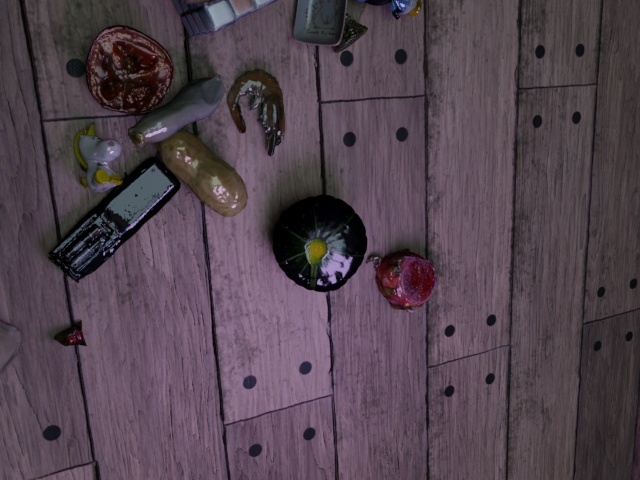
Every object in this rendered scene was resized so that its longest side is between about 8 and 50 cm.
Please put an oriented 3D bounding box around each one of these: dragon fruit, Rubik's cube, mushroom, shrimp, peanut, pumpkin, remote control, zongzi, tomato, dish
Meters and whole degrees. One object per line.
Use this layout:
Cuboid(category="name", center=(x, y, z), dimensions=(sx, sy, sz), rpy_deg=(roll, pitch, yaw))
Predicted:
Cuboid(category="dragon fruit", center=(0.295, 0.138, 2.160), dimensions=(0.282, 0.147, 0.211), rpy_deg=(30, 88, -30))
Cuboid(category="Rubik's cube", center=(-0.254, -0.696, 1.629), dimensions=(0.253, 0.256, 0.259), rpy_deg=(-30, 112, -17))
Cuboid(category="mushroom", center=(-0.372, -0.343, 1.680), dimensions=(0.351, 0.109, 0.097), rpy_deg=(-48, 134, -45))
Cuboid(category="shrimp", center=(-0.186, -0.375, 1.857), dimensions=(0.173, 0.058, 0.253), rpy_deg=(-2, 99, -18))
Cuboid(category="peanut", center=(-0.323, -0.192, 1.774), dimensions=(0.147, 0.147, 0.319), rpy_deg=(-47, 117, -9))
Cuboid(category="pumpkin", center=(0.000, 0.000, 1.951), dimensions=(0.295, 0.296, 0.296), rpy_deg=(-6, 104, -25))
Cuboid(category="remote control", center=(-0.561, -0.061, 1.735), dimensions=(0.399, 0.062, 0.144), rpy_deg=(-47, 116, -10))
Cuboid(category="zongzi", center=(-0.686, 0.257, 1.762), dimensions=(0.083, 0.067, 0.074), rpy_deg=(10, 86, -46))
Cuboid(category="tomato", center=(-0.506, -0.446, 1.656), dimensions=(0.227, 0.101, 0.228), rpy_deg=(-6, 110, -18))
Cuboid(category="dish", center=(0.008, -0.675, 1.847), dimensions=(0.151, 0.077, 0.213), rpy_deg=(10, 99, 15))

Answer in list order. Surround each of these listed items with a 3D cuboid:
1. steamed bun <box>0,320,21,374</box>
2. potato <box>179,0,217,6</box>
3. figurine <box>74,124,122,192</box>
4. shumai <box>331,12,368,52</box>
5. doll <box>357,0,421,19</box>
Cuboid(category="steamed bun", center=(-0.895, 0.294, 1.604), dimensions=(0.218, 0.144, 0.211), rpy_deg=(36, 85, -28))
Cuboid(category="potato", center=(-0.237, -0.697, 1.377), dimensions=(0.237, 0.300, 0.288), rpy_deg=(56, 41, -4))
Cuboid(category="figurine", center=(-0.588, -0.216, 1.662), dimensions=(0.129, 0.109, 0.178), rpy_deg=(0, 98, 19))
Cuboid(category="shumai", center=(0.074, -0.634, 1.908), dimensions=(0.123, 0.099, 0.087), rpy_deg=(-39, 99, -16))
Cuboid(category="doll", center=(0.180, -0.782, 1.894), dimensions=(0.314, 0.141, 0.177), rpy_deg=(15, 82, -33))
